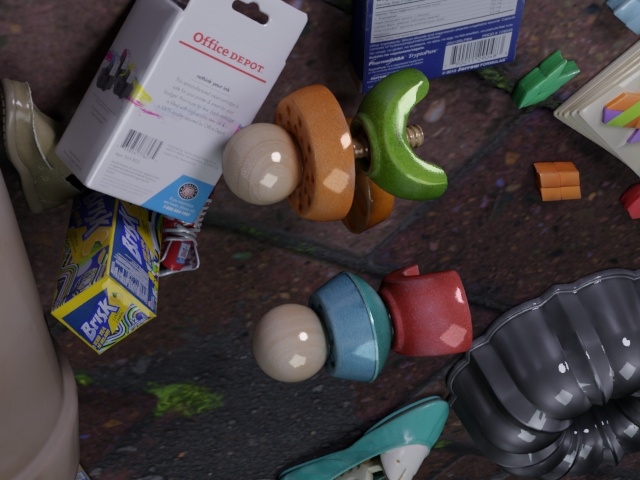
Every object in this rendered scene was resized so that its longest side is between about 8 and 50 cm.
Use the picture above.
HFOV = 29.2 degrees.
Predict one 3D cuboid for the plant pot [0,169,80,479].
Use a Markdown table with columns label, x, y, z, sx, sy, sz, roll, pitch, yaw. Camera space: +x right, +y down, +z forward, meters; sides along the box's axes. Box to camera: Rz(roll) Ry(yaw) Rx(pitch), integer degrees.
| label | x | y | z | sx | sy | sz | roll | pitch | yaw |
| --- | --- | --- | --- | --- | --- | --- | --- | --- | --- |
| plant pot | -0.326 | 0.051 | 0.861 | 0.323 | 0.323 | 0.280 | -4 | 125 | -22 |

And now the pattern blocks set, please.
| label | x | y | z | sx | sy | sz | roll | pitch | yaw |
| --- | --- | --- | --- | --- | --- | --- | --- | --- | --- |
| pattern blocks set | 0.323 | -0.125 | 1.161 | 0.325 | 0.026 | 0.285 | 14 | 132 | -39 |

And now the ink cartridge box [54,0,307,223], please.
| label | x | y | z | sx | sy | sz | roll | pitch | yaw |
| --- | --- | --- | --- | --- | --- | --- | --- | --- | --- |
| ink cartridge box | -0.101 | -0.114 | 0.901 | 0.104 | 0.061 | 0.181 | 21 | 105 | -44 |

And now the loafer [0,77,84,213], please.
| label | x | y | z | sx | sy | sz | roll | pitch | yaw |
| --- | --- | --- | --- | --- | --- | --- | --- | --- | --- |
| loafer | -0.213 | -0.075 | 0.934 | 0.050 | 0.056 | 0.148 | -15 | 154 | -10 |

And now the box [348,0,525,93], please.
| label | x | y | z | sx | sy | sz | roll | pitch | yaw |
| --- | --- | --- | --- | --- | --- | --- | --- | --- | --- |
| box | 0.094 | -0.211 | 0.922 | 0.137 | 0.036 | 0.225 | -13 | 146 | -11 |

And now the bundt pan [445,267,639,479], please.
| label | x | y | z | sx | sy | sz | roll | pitch | yaw |
| --- | --- | --- | --- | --- | --- | --- | --- | --- | --- |
| bundt pan | 0.325 | 0.180 | 1.480 | 0.331 | 0.124 | 0.330 | -14 | 144 | -11 |

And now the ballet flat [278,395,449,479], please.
| label | x | y | z | sx | sy | sz | roll | pitch | yaw |
| --- | --- | --- | --- | --- | --- | --- | --- | --- | --- |
| ballet flat | 0.062 | 0.283 | 1.510 | 0.247 | 0.087 | 0.083 | -29 | 143 | 11 |

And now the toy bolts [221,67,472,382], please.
| label | x | y | z | sx | sy | sz | roll | pitch | yaw |
| --- | --- | --- | --- | --- | --- | --- | --- | --- | --- |
| toy bolts | 0.000 | 0.000 | 0.963 | 0.159 | 0.228 | 0.218 | -13 | -179 | -18 |

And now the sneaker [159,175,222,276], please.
| label | x | y | z | sx | sy | sz | roll | pitch | yaw |
| --- | --- | --- | --- | --- | --- | --- | --- | --- | --- |
| sneaker | -0.113 | -0.018 | 1.044 | 0.042 | 0.067 | 0.118 | 13 | 132 | -39 |

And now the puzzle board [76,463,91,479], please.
| label | x | y | z | sx | sy | sz | roll | pitch | yaw |
| --- | --- | --- | --- | --- | --- | --- | --- | --- | --- |
| puzzle board | -0.312 | 0.262 | 1.360 | 0.096 | 0.011 | 0.128 | -19 | 145 | -5 |

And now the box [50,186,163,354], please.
| label | x | y | z | sx | sy | sz | roll | pitch | yaw |
| --- | --- | --- | --- | --- | --- | --- | --- | --- | --- |
| box | -0.163 | 0.009 | 0.963 | 0.059 | 0.169 | 0.054 | -34 | 119 | 17 |
